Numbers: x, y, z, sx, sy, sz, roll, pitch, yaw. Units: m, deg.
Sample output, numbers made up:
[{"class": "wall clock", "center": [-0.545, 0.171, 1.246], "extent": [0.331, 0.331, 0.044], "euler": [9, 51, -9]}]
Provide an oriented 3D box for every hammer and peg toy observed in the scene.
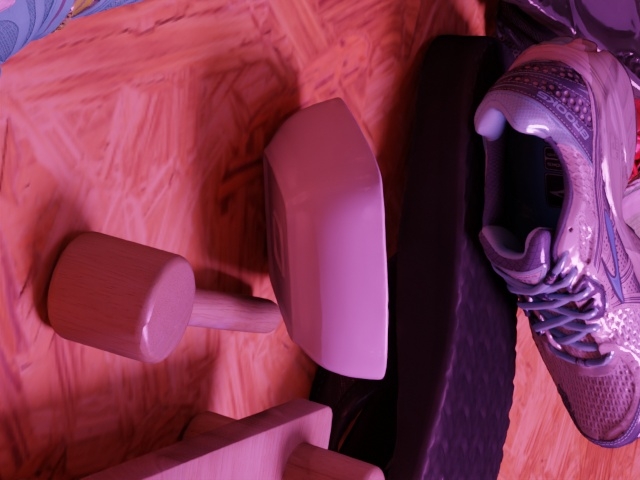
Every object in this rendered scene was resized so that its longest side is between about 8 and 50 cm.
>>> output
[{"class": "hammer and peg toy", "center": [-0.065, 0.176, 1.079], "extent": [0.266, 0.127, 0.361], "euler": [-12, 114, -61]}]

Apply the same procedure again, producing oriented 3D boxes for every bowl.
[{"class": "bowl", "center": [0.000, 0.000, 1.146], "extent": [0.142, 0.053, 0.142], "euler": [-112, -163, -63]}]

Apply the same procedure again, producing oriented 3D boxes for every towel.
[{"class": "towel", "center": [0.268, 0.014, 1.767], "extent": [0.113, 0.023, 0.152], "euler": [-25, 125, -56]}]

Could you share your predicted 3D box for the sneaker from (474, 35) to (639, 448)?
[{"class": "sneaker", "center": [0.154, 0.014, 1.312], "extent": [0.122, 0.110, 0.283], "euler": [-30, 110, -49]}]

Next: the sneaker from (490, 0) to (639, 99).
[{"class": "sneaker", "center": [0.141, -0.178, 1.367], "extent": [0.227, 0.130, 0.087], "euler": [37, 73, -32]}]

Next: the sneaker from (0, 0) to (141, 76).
[{"class": "sneaker", "center": [-0.137, -0.126, 0.849], "extent": [0.110, 0.107, 0.275], "euler": [-53, 166, 22]}]

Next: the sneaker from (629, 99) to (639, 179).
[{"class": "sneaker", "center": [0.255, -0.087, 1.568], "extent": [0.087, 0.128, 0.221], "euler": [36, 69, -61]}]

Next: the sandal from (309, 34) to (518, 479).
[{"class": "sandal", "center": [0.062, 0.080, 1.335], "extent": [0.167, 0.107, 0.446], "euler": [37, 58, -61]}]
